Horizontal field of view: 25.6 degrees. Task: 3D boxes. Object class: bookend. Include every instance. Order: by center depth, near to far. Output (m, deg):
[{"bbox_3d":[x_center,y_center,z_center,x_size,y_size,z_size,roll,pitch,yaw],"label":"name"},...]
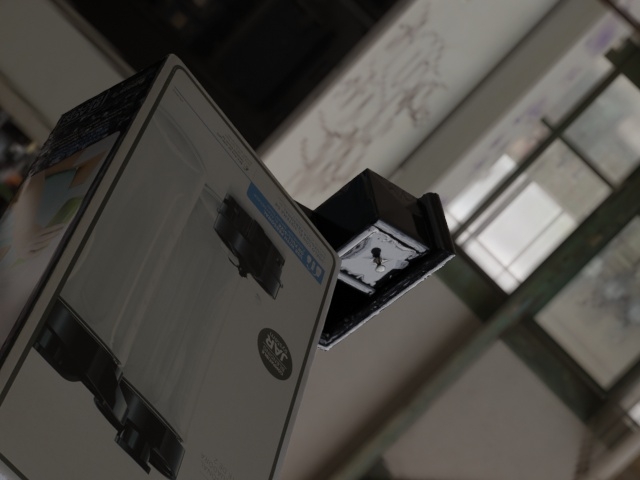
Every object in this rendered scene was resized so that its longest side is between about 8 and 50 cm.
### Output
[{"bbox_3d":[0.000,0.000,1.169,0.156,0.157,0.072,30,-146,-37],"label":"bookend"}]

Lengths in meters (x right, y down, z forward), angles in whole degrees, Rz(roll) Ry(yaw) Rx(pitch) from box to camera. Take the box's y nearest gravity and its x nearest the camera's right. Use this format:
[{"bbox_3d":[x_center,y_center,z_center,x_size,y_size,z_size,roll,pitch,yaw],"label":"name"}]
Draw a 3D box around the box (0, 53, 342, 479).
[{"bbox_3d":[-0.093,0.060,0.691,0.169,0.087,0.290,52,-147,-24],"label":"box"}]
